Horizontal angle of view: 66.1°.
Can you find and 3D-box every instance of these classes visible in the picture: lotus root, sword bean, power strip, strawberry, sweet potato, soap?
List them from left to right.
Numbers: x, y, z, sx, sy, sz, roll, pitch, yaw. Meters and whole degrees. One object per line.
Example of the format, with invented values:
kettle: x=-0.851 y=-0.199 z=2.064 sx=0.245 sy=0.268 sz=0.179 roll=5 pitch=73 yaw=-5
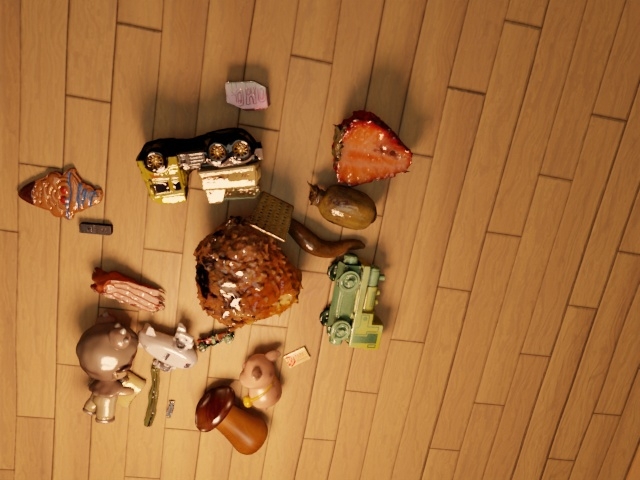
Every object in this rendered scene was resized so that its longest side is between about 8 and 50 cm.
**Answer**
power strip: x=-0.798 y=-0.042 z=1.746 sx=0.111 sy=0.029 sz=0.038 roll=4 pitch=105 yaw=-8
sword bean: x=-0.664 y=0.613 z=1.944 sx=0.043 sy=0.038 sz=0.269 roll=2 pitch=107 yaw=-33
soap: x=-0.243 y=-0.491 z=1.666 sx=0.149 sy=0.056 sz=0.100 roll=-3 pitch=108 yaw=-5
sweet potato: x=0.001 y=0.008 z=1.823 sx=0.346 sy=0.079 sz=0.108 roll=18 pitch=91 yaw=-14
lotus root: x=0.067 y=-0.124 z=1.752 sx=0.278 sy=0.154 sz=0.154 roll=21 pitch=102 yaw=-9
strawberry: x=0.166 y=-0.341 z=1.711 sx=0.280 sy=0.150 sz=0.253 roll=-12 pitch=126 yaw=-4

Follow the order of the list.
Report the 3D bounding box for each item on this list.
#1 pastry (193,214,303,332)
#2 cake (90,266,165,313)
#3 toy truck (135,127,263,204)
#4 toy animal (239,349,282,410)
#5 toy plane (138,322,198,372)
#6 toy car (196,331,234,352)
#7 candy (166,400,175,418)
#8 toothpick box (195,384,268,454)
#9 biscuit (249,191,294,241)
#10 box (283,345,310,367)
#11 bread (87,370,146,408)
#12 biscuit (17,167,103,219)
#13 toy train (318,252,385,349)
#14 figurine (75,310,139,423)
pastry: x=-0.272 y=0.129 z=1.706 sx=0.337 sy=0.292 sz=0.405 roll=-46 pitch=117 yaw=-20
cake: x=-0.695 y=0.191 z=1.787 sx=0.287 sy=0.135 sz=0.098 roll=27 pitch=87 yaw=-22
toy truck: x=-0.392 y=-0.241 z=1.661 sx=0.405 sy=0.180 sz=0.254 roll=-8 pitch=114 yaw=-7
toy animal: x=-0.231 y=0.556 z=1.914 sx=0.149 sy=0.165 sz=0.248 roll=4 pitch=122 yaw=18
toy plane: x=-0.574 y=0.401 z=1.856 sx=0.244 sy=0.117 sz=0.245 roll=1 pitch=121 yaw=1
toy car: x=-0.402 y=0.384 z=1.889 sx=0.143 sy=0.073 sz=0.054 roll=-18 pitch=89 yaw=0
candy: x=-0.606 y=0.679 z=1.976 sx=0.030 sy=0.020 sz=0.083 roll=17 pitch=105 yaw=-10
toothpick box: x=-0.351 y=0.705 z=1.931 sx=0.192 sy=0.192 sz=0.294 roll=-42 pitch=112 yaw=6
biscuit: x=-0.166 y=-0.088 z=1.704 sx=0.139 sy=0.231 sz=0.016 roll=26 pitch=123 yaw=-12
box: x=-0.095 y=0.468 z=1.974 sx=0.093 sy=0.015 sz=0.058 roll=-26 pitch=105 yaw=1
bread: x=-0.787 y=0.557 z=1.901 sx=0.178 sy=0.060 sz=0.139 roll=37 pitch=98 yaw=-14
biscuit: x=-0.900 y=-0.161 z=1.701 sx=0.280 sy=0.043 sz=0.183 roll=2 pitch=102 yaw=-10
toy train: x=0.136 y=0.229 z=1.870 sx=0.237 sy=0.150 sz=0.369 roll=5 pitch=105 yaw=-16
figurine: x=-0.773 y=0.457 z=1.767 sx=0.203 sy=0.248 sz=0.381 roll=4 pitch=100 yaw=-37
